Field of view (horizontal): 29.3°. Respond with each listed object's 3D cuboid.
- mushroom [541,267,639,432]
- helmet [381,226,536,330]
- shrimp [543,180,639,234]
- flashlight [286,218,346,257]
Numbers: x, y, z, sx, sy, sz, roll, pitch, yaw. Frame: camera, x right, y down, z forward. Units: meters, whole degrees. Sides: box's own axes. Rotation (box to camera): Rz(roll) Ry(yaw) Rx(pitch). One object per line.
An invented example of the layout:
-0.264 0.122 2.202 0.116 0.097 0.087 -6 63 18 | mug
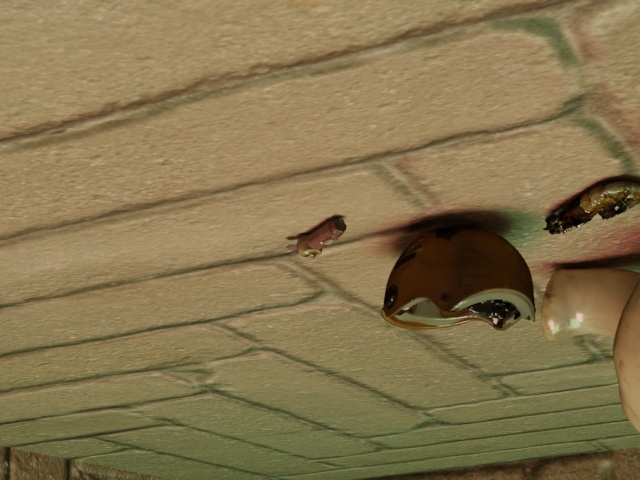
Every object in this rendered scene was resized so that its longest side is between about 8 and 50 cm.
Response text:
0.506 0.141 1.716 0.356 0.315 0.315 -3 161 -3 | mushroom
0.183 0.050 1.631 0.198 0.130 0.224 11 167 -27 | helmet
0.350 -0.037 1.551 0.091 0.034 0.161 7 158 -31 | shrimp
0.000 0.000 1.599 0.052 0.031 0.110 8 158 -28 | flashlight
